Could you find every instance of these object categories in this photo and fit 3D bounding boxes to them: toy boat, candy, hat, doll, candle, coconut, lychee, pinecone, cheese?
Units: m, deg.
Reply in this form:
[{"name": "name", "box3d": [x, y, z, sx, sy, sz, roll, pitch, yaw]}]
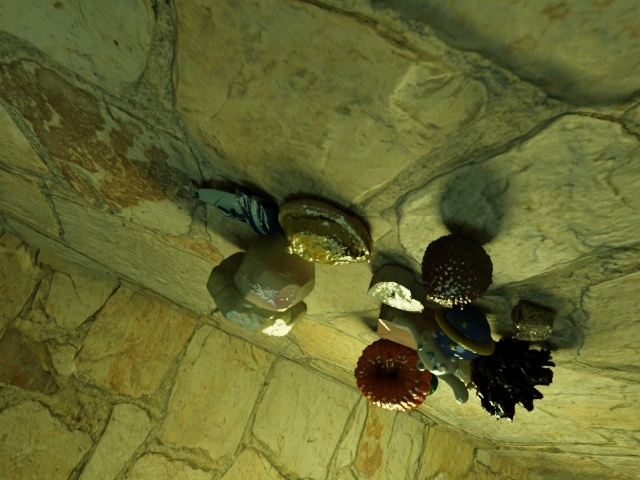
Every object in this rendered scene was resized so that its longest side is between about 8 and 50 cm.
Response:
[{"name": "toy boat", "box3d": [-0.232, -0.087, 1.649, 0.291, 0.070, 0.210, 9, 150, 40]}, {"name": "candy", "box3d": [0.541, 0.212, 1.540, 0.110, 0.085, 0.095, 8, 150, 10]}, {"name": "hat", "box3d": [0.324, 0.495, 2.310, 0.285, 0.285, 0.400, 11, -177, 28]}, {"name": "doll", "box3d": [0.364, 0.274, 1.747, 0.311, 0.159, 0.243, 36, 129, 28]}, {"name": "candle", "box3d": [0.210, 0.139, 1.720, 0.168, 0.068, 0.192, 2, 148, 36]}, {"name": "coconut", "box3d": [-0.123, 0.099, 1.746, 0.230, 0.227, 0.227, 31, 157, -11]}, {"name": "lychee", "box3d": [0.306, 0.075, 1.342, 0.165, 0.165, 0.197, -3, 120, 49]}, {"name": "pinecone", "box3d": [0.553, 0.402, 1.768, 0.243, 0.243, 0.257, 29, 141, -14]}, {"name": "cheese", "box3d": [-0.198, 0.169, 1.921, 0.326, 0.318, 0.115, 32, 114, -4]}]

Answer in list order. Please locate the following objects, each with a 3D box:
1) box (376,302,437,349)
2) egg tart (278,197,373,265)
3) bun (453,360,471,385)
[{"name": "box", "box3d": [0.289, 0.274, 1.931, 0.215, 0.086, 0.215, 18, 158, 10]}, {"name": "egg tart", "box3d": [0.000, 0.000, 1.555, 0.290, 0.107, 0.291, 20, 158, 9]}, {"name": "bun", "box3d": [0.498, 0.442, 2.074, 0.173, 0.113, 0.167, 15, 157, 13]}]
